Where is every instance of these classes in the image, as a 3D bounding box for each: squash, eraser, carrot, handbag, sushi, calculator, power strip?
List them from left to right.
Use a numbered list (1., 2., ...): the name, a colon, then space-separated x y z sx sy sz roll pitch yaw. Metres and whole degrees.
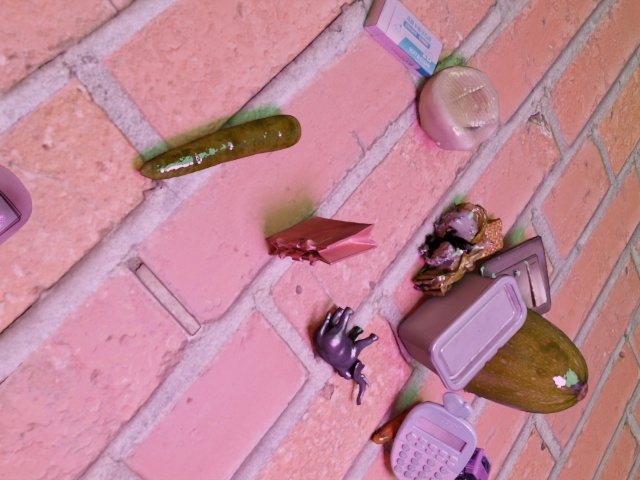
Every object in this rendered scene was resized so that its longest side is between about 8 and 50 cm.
1. carrot: -0.191 -0.184 1.182 0.358 0.074 0.074 -22 108 -32
2. handbag: 0.000 0.000 1.255 0.157 0.212 0.059 -21 107 -36
3. carrot: 0.220 0.490 1.583 0.210 0.061 0.061 -15 103 -32
4. eraser: 0.210 -0.505 1.482 0.225 0.052 0.095 28 79 -38
5. calculator: 0.287 0.509 1.509 0.295 0.184 0.042 -64 171 17
6. sushi: 0.358 0.017 1.600 0.131 0.139 0.291 47 67 -23
7. power strip: 0.578 0.139 1.808 0.251 0.092 0.257 -20 106 -18
8. squash: 0.553 0.338 1.614 0.310 0.309 0.310 -4 102 -21

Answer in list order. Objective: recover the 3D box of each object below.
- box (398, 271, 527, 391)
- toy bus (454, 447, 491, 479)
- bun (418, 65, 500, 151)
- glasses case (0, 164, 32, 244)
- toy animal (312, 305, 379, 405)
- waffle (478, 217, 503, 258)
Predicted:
1. box: 0.361 0.214 1.562 0.312 0.182 0.175 -40 118 -17
2. toy bus: 0.350 0.600 1.609 0.108 0.199 0.096 -52 124 -36
3. bun: 0.361 -0.336 1.570 0.229 0.145 0.229 4 72 -11
4. glasses case: -0.576 0.007 0.880 0.314 0.075 0.122 -47 123 -26
5. toy animal: 0.073 0.264 1.428 0.137 0.082 0.269 -47 124 -23
6. waffle: 0.476 -0.004 1.749 0.148 0.042 0.102 -17 106 -37
